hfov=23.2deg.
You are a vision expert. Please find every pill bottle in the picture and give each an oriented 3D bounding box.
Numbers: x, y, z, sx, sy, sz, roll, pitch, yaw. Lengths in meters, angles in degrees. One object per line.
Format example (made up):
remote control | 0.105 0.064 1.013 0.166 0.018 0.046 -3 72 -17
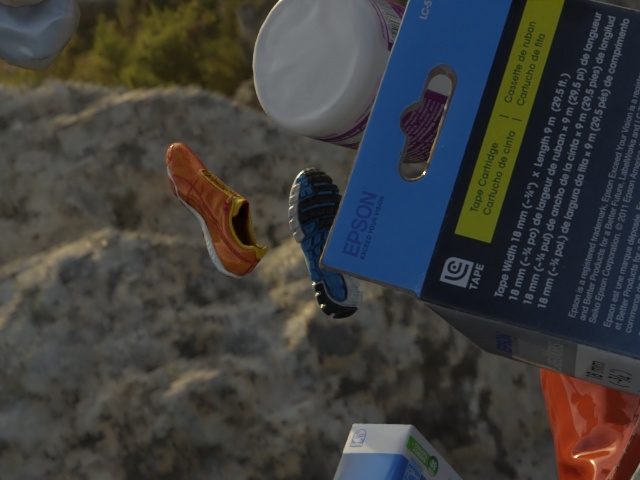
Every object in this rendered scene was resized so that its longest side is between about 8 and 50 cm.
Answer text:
pill bottle | 0.079 -0.177 1.746 0.169 0.301 0.169 -8 78 39

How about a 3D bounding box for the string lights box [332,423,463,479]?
string lights box | 0.050 0.318 1.473 0.077 0.133 0.259 -5 51 37

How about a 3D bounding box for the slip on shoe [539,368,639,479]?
slip on shoe | 0.216 0.126 1.217 0.101 0.123 0.331 27 44 -5

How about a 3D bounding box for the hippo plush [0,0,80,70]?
hippo plush | -0.352 -0.214 1.259 0.236 0.294 0.234 -35 50 -17

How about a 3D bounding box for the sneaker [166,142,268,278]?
sneaker | -0.112 -0.042 1.725 0.067 0.064 0.175 -41 73 25

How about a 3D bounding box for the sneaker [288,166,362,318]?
sneaker | 0.000 0.000 1.946 0.071 0.190 0.083 -12 12 -4

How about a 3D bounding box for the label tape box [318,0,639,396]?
label tape box | 0.197 -0.031 1.069 0.334 0.106 0.240 16 75 12
